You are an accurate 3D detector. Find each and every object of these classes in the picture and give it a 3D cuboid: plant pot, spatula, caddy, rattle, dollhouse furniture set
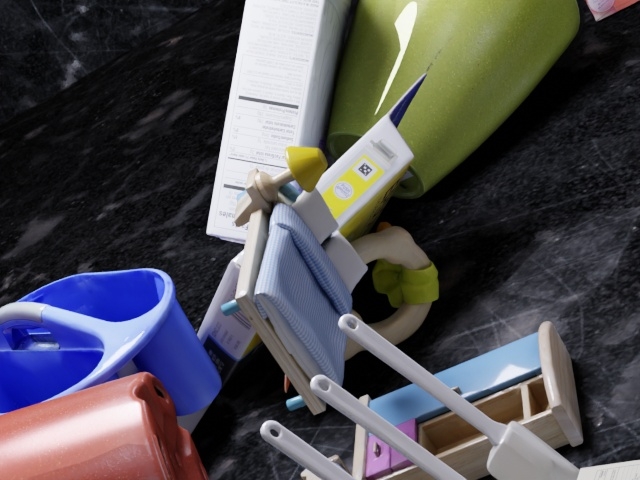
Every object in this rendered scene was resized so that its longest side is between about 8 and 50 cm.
[{"bbox_3d":[-0.239,0.256,1.318,0.265,0.272,0.272,-22,23,2],"label":"plant pot"},{"bbox_3d":[0.133,-0.209,1.821,0.275,0.275,0.293,2,55,53],"label":"plant pot"},{"bbox_3d":[0.084,0.169,1.123,0.168,0.242,0.019,-54,-1,-36],"label":"spatula"},{"bbox_3d":[-0.272,0.136,1.563,0.341,0.179,0.241,-5,34,46],"label":"caddy"},{"bbox_3d":[0.013,0.059,1.533,0.200,0.130,0.143,-41,45,-2],"label":"rattle"},{"bbox_3d":[0.061,0.081,1.212,0.198,0.303,0.286,-26,23,16],"label":"dollhouse furniture set"}]

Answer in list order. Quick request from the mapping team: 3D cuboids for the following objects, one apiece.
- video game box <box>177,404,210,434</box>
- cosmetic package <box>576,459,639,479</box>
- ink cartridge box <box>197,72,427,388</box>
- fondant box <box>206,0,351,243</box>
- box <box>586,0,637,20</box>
[{"bbox_3d":[-0.235,0.234,1.606,0.187,0.048,0.205,-12,29,34],"label":"video game box"},{"bbox_3d":[0.244,0.194,1.086,0.115,0.041,0.060,-15,28,36],"label":"cosmetic package"},{"bbox_3d":[0.000,0.000,1.585,0.307,0.072,0.303,-42,-9,-25],"label":"ink cartridge box"},{"bbox_3d":[-0.043,-0.163,1.754,0.096,0.330,0.238,11,4,7],"label":"fondant box"},{"bbox_3d":[0.401,-0.446,2.069,0.142,0.154,0.300,-26,22,14],"label":"box"}]
